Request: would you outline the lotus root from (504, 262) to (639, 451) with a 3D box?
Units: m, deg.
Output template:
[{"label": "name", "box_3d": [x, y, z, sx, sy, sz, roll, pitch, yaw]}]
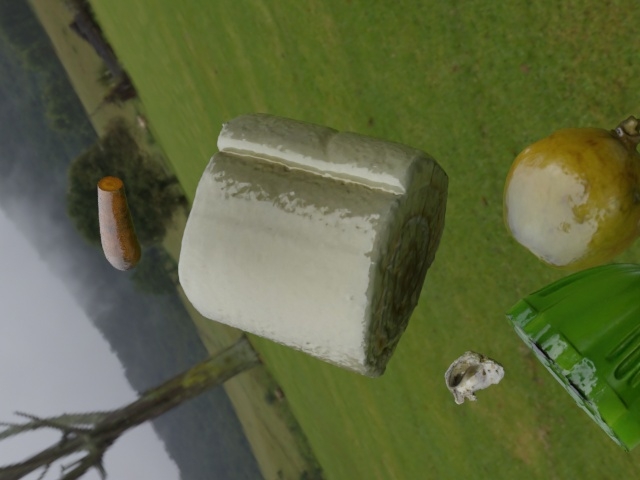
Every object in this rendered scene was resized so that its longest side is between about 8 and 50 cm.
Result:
[{"label": "lotus root", "box_3d": [0.300, 0.088, 0.797, 0.186, 0.186, 0.186, 57, 170, 15]}]

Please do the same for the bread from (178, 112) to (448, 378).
[{"label": "bread", "box_3d": [0.000, 0.000, 0.537, 0.141, 0.148, 0.134, 17, -179, 26]}]

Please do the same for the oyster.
[{"label": "oyster", "box_3d": [0.194, 0.166, 1.002, 0.083, 0.038, 0.081, -5, 118, 34]}]

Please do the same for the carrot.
[{"label": "carrot", "box_3d": [-0.171, -0.011, 0.685, 0.032, 0.032, 0.093, 52, 152, 38]}]

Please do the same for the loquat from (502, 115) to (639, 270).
[{"label": "loquat", "box_3d": [0.388, -0.077, 1.195, 0.213, 0.246, 0.213, 28, -158, -13]}]
